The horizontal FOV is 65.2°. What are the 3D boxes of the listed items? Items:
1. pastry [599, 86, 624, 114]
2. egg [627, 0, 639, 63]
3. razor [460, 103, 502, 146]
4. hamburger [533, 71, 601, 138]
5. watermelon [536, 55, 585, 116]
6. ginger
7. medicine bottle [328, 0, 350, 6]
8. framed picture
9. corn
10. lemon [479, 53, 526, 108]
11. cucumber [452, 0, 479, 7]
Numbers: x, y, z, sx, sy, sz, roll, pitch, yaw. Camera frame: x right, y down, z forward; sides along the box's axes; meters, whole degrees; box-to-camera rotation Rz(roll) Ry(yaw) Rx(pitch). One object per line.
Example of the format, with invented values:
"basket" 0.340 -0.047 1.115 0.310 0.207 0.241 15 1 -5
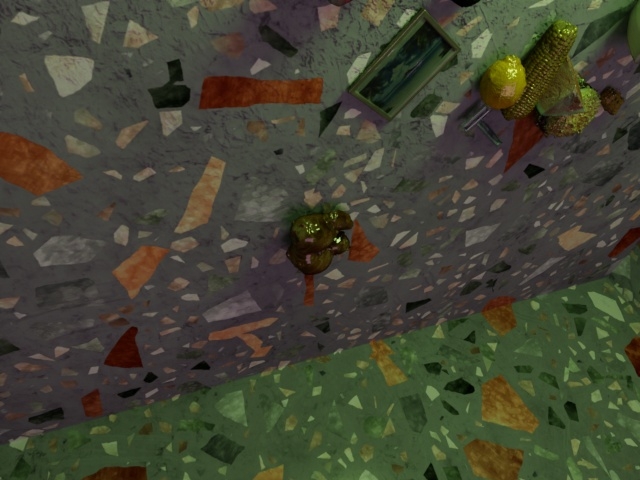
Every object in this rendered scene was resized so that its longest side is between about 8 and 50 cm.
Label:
"pastry" 1.169 -0.557 2.009 0.140 0.056 0.080 13 119 -38
"egg" 1.127 -0.743 1.617 0.337 0.201 0.337 -26 168 -6
"razor" 0.617 -0.419 1.875 0.111 0.056 0.278 -42 149 21
"hamburger" 0.930 -0.484 1.891 0.261 0.139 0.243 -40 142 20
"watermelon" 0.818 -0.540 1.755 0.146 0.231 0.128 -17 175 35
"ginger" -0.004 0.007 1.979 0.274 0.152 0.357 -31 150 -26
"medicine bottle" 0.112 -0.664 1.170 0.247 0.147 0.147 -27 145 3
"framed picture" 0.257 -0.525 1.538 0.232 0.024 0.315 18 128 -45
"corn" 0.727 -0.560 1.687 0.120 0.120 0.363 -4 142 -27
"lemon" 0.602 -0.518 1.650 0.142 0.142 0.187 -8 131 -22
"cucumber" 0.404 -0.700 1.368 0.115 0.062 0.116 13 129 -36
